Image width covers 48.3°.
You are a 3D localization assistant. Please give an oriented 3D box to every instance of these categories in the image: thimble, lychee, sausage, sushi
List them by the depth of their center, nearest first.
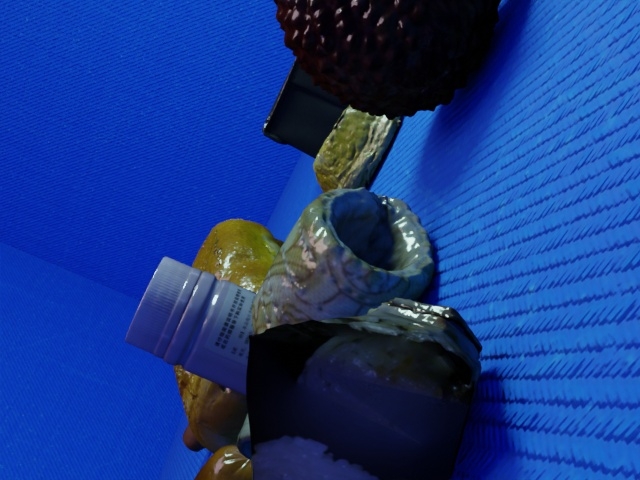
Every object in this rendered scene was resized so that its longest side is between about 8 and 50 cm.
[{"bbox_3d":[0.024,0.151,0.506,0.109,0.134,0.272,-50,-25,-51],"label":"sushi"},{"bbox_3d":[0.024,0.037,0.692,0.143,0.137,0.190,-61,-2,29],"label":"thimble"},{"bbox_3d":[0.075,-0.276,0.815,0.300,0.264,0.264,86,-158,-64],"label":"lychee"},{"bbox_3d":[-0.130,0.340,0.935,0.270,0.109,0.109,124,168,-53],"label":"sausage"},{"bbox_3d":[-0.237,0.384,1.613,0.326,0.079,0.087,-56,1,44],"label":"sausage"}]

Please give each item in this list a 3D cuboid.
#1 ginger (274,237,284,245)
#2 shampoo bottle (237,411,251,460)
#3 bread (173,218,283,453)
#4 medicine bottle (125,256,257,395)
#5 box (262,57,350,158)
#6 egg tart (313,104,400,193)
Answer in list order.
[{"bbox_3d":[-0.133,0.097,1.485,0.172,0.165,0.321,-46,14,46],"label":"ginger"},{"bbox_3d":[-0.017,0.140,0.829,0.118,0.087,0.234,126,166,-56],"label":"shampoo bottle"},{"bbox_3d":[-0.158,0.157,1.185,0.328,0.148,0.337,-62,29,20],"label":"bread"},{"bbox_3d":[-0.118,0.127,0.946,0.133,0.250,0.133,-157,90,-83],"label":"medicine bottle"},{"bbox_3d":[0.015,-0.337,1.644,0.251,0.205,0.345,-63,8,16],"label":"box"},{"bbox_3d":[0.057,-0.172,1.254,0.252,0.098,0.231,-45,18,56],"label":"egg tart"}]
